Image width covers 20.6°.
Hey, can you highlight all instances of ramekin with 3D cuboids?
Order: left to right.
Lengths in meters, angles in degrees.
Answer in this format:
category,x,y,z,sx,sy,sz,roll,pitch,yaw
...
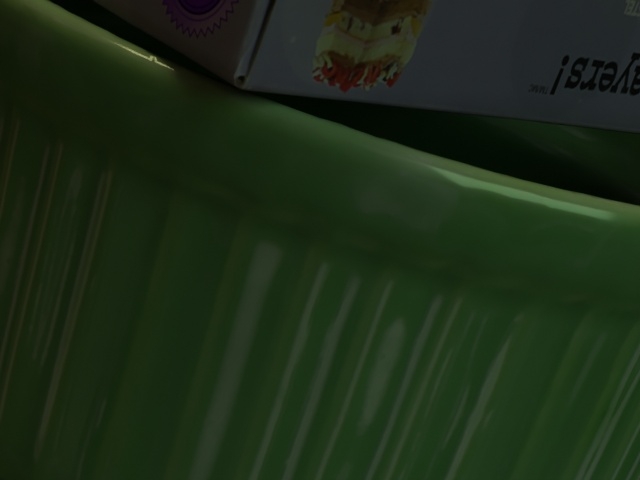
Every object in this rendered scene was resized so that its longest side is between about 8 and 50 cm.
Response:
category,x,y,z,sx,sy,sz,roll,pitch,yaw
ramekin,0.000,0.000,0.608,0.303,0.303,0.148,0,114,-47

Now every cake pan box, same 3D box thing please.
category,x,y,z,sx,sy,sz,roll,pitch,yaw
cake pan box,0.007,-0.111,0.591,0.267,0.246,0.070,1,116,-45
